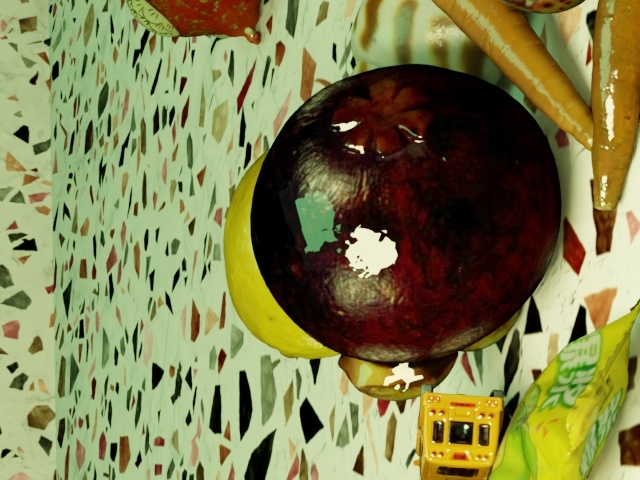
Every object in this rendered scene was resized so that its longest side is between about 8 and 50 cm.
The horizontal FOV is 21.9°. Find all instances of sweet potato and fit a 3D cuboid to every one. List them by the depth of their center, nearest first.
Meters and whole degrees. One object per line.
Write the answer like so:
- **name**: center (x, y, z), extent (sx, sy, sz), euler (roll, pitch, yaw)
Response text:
- **sweet potato**: center (0.267, -0.158, 1.477), extent (0.057, 0.057, 0.265), euler (-159, 75, -69)

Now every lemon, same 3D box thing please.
- **lemon**: center (0.000, 0.004, 1.915), extent (0.263, 0.236, 0.236), euler (-60, 31, 36)

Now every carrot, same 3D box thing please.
- **carrot**: center (0.187, -0.195, 1.610), extent (0.336, 0.069, 0.069), euler (53, 139, 29)

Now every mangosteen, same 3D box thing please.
- **mangosteen**: center (0.092, -0.005, 1.621), extent (0.347, 0.306, 0.307), euler (69, -176, -46)

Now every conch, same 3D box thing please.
- **conch**: center (0.108, -0.204, 1.782), extent (0.183, 0.148, 0.275), euler (-114, 37, -60)

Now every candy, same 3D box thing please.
- **candy**: center (0.209, 0.178, 1.485), extent (0.187, 0.081, 0.297), euler (-58, -5, -39)

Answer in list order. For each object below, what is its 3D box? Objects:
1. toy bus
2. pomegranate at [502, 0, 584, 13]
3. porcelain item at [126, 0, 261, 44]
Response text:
- **toy bus**: center (0.133, 0.202, 1.621), extent (0.194, 0.083, 0.088), euler (83, -169, -71)
- **pomegranate**: center (0.208, -0.300, 1.555), extent (0.148, 0.148, 0.169), euler (178, 95, -70)
- **porcelain item**: center (-0.171, -0.391, 2.554), extent (0.253, 0.253, 0.253), euler (-175, 90, -70)
